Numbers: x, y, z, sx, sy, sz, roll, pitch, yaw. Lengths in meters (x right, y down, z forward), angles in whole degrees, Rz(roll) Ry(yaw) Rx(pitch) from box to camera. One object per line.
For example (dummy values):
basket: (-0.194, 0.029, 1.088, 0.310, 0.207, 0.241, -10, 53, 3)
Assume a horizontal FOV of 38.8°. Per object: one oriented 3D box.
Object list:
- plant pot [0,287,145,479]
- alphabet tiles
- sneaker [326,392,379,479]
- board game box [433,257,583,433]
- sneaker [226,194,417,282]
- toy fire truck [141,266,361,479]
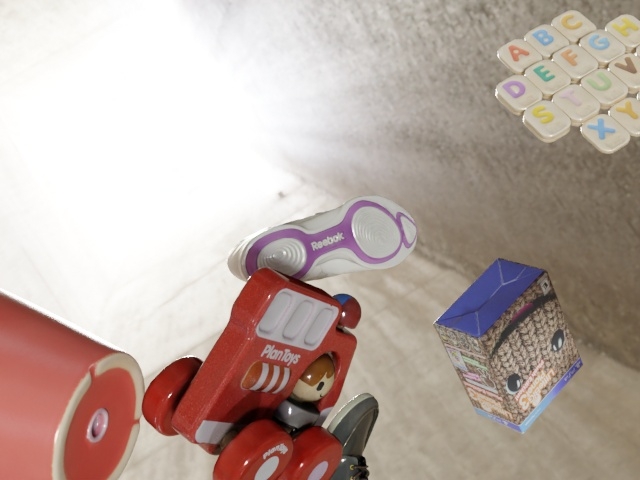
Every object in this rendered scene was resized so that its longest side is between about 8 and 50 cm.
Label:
plant pot: (-0.368, 0.202, 1.114, 0.243, 0.275, 0.275, 11, 158, 18)
alphabet tiles: (0.435, -0.266, 1.472, 0.278, 0.284, 0.021, 53, 167, 32)
sneaker: (0.050, 0.329, 1.253, 0.118, 0.222, 0.083, 28, -177, 32)
board game box: (0.416, 0.228, 1.992, 0.141, 0.232, 0.291, 17, 143, 51)
sneaker: (0.000, 0.000, 1.370, 0.152, 0.305, 0.114, -4, 96, 64)
toy fire truck: (-0.048, 0.169, 1.111, 0.169, 0.254, 0.302, 35, -175, 31)
